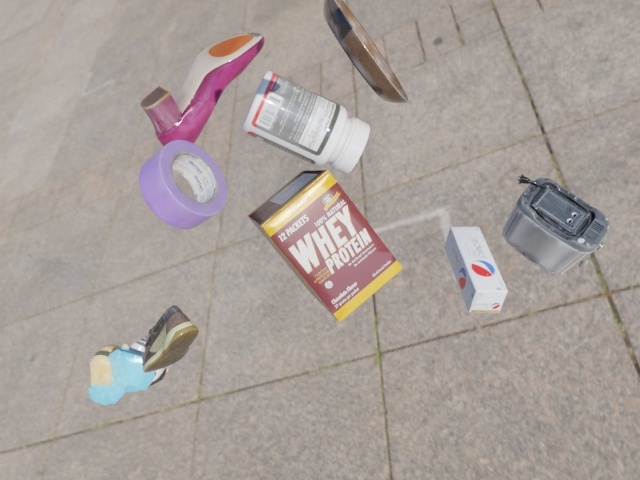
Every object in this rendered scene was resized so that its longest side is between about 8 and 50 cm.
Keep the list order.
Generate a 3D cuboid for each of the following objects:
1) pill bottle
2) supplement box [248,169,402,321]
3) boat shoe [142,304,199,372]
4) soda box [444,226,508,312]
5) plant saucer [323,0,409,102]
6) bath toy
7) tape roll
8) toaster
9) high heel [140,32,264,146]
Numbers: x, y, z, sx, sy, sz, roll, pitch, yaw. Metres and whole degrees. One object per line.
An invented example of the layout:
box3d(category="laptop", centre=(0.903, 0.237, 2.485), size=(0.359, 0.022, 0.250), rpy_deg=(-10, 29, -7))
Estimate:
box3d(category="pill bottle", centre=(-0.035, -0.281, 1.480), size=(0.161, 0.283, 0.161), rpy_deg=(-61, 13, 25))
box3d(category="supplement box", centre=(0.000, 0.000, 0.980), size=(0.129, 0.191, 0.194), rpy_deg=(-40, 13, -5))
box3d(category="boat shoe", centre=(-0.205, 0.132, 0.809), size=(0.152, 0.056, 0.049), rpy_deg=(-44, 66, 44))
box3d(category="soda box", centre=(0.343, 0.062, 1.359), size=(0.073, 0.069, 0.216), rpy_deg=(1, 40, -8))
box3d(category="plant saucer", centre=(0.097, -0.433, 1.388), size=(0.050, 0.310, 0.311), rpy_deg=(-34, 42, 17))
box3d(category="bath toy", centre=(-0.407, 0.278, 1.357), size=(0.151, 0.348, 0.129), rpy_deg=(22, 86, 1))
box3d(category="tape roll", centre=(-0.308, -0.126, 1.375), size=(0.080, 0.189, 0.189), rpy_deg=(-27, 42, 33))
box3d(category="toaster", centre=(0.501, -0.030, 1.337), size=(0.227, 0.146, 0.129), rpy_deg=(37, 61, 16))
box3d(category="high heel", centre=(-0.282, -0.387, 1.596), size=(0.377, 0.181, 0.127), rpy_deg=(-36, 47, -10))
